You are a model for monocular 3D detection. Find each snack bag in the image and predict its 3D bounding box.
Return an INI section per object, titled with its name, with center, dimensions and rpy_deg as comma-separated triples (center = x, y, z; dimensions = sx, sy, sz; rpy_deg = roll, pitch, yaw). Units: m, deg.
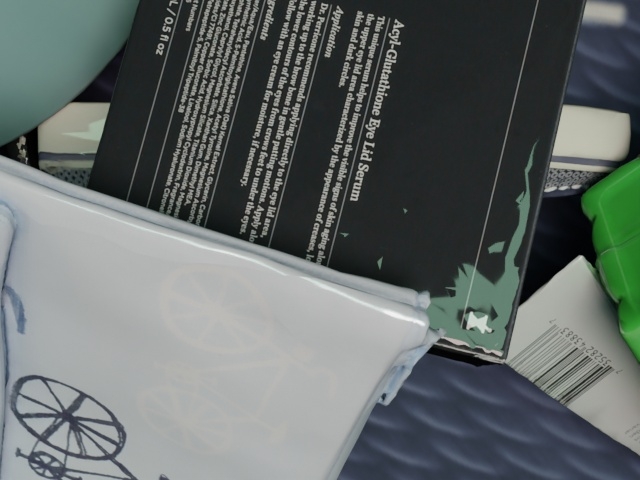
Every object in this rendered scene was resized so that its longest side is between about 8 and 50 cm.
[snack bag]
center = -0.150, 0.079, 0.491
dimensions = 0.342, 0.323, 0.037
rpy_deg = 18, 47, -2

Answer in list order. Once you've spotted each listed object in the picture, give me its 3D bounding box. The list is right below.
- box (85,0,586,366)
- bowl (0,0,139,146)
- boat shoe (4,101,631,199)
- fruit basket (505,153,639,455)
[box]
center = 0.019, -0.091, 0.482
dimensions = 0.184, 0.103, 0.261
rpy_deg = 14, 83, 6
[bowl]
center = -0.230, -0.196, 0.480
dimensions = 0.311, 0.163, 0.312
rpy_deg = -1, 82, 6
[boat shoe]
center = 0.000, 0.000, 0.596
dimensions = 0.340, 0.127, 0.158
rpy_deg = -1, 97, 0
[fruit basket]
center = 0.316, 0.040, 0.564
dimensions = 0.353, 0.165, 0.327
rpy_deg = 31, 124, -32
